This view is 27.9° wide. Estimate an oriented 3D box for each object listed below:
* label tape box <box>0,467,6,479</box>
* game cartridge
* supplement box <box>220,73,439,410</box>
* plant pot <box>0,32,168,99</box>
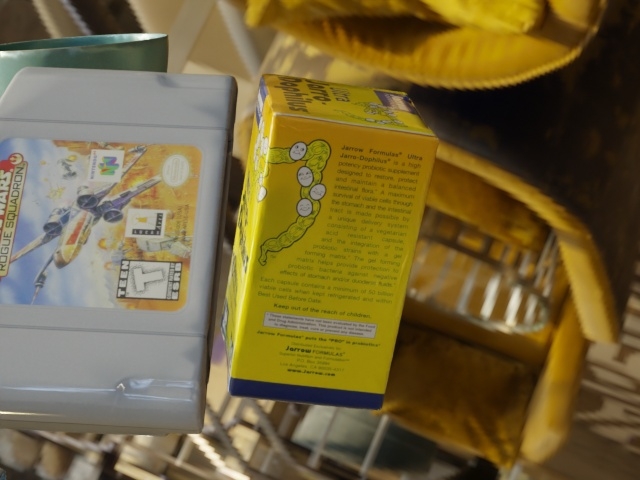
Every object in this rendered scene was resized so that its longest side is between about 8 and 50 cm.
[{"bbox_3d":[-0.368,0.316,1.213,0.334,0.240,0.106,19,-151,29],"label":"label tape box"},{"bbox_3d":[-0.171,-0.002,0.960,0.198,0.297,0.062,4,151,-2],"label":"game cartridge"},{"bbox_3d":[0.000,0.000,1.572,0.195,0.356,0.194,7,-161,-10],"label":"supplement box"},{"bbox_3d":[-0.373,-0.212,1.994,0.290,0.195,0.290,-4,-167,1],"label":"plant pot"}]
